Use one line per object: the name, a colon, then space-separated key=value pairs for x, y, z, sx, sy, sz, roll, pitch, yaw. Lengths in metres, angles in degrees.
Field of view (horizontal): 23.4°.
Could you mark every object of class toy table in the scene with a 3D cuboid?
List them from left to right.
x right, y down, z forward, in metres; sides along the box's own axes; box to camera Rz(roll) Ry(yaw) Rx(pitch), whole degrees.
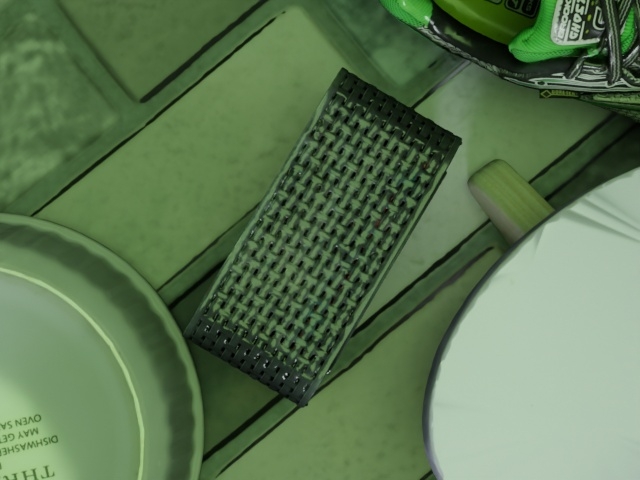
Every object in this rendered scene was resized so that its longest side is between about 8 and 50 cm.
toy table: x=0.175 y=0.056 z=0.908 sx=0.274 sy=0.161 sz=0.252 roll=-24 pitch=88 yaw=-4

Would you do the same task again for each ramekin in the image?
ramekin: x=-0.202 y=0.116 z=0.901 sx=0.272 sy=0.127 sz=0.273 roll=0 pitch=87 yaw=-3

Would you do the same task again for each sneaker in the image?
sneaker: x=0.182 y=-0.114 z=0.877 sx=0.343 sy=0.146 sz=0.134 roll=16 pitch=111 yaw=17

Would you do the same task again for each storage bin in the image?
storage bin: x=0.000 y=0.000 z=0.919 sx=0.084 sy=0.122 sz=0.180 roll=30 pitch=86 yaw=-1
